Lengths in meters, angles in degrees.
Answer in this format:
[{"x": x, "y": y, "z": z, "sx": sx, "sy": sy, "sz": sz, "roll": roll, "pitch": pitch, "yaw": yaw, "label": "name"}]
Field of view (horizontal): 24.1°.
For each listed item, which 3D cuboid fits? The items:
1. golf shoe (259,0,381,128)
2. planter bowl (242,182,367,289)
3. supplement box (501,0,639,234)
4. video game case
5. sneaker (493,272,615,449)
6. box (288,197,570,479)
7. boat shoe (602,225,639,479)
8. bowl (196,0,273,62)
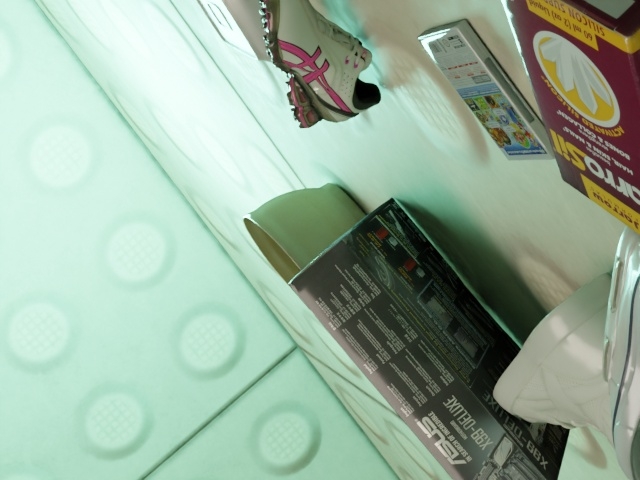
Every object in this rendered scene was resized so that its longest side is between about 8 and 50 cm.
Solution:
[{"x": -0.001, "y": -0.169, "z": 1.300, "sx": 0.186, "sy": 0.086, "sz": 0.067, "roll": 63, "pitch": -161, "yaw": -58, "label": "golf shoe"}, {"x": 0.000, "y": 0.000, "z": 1.779, "sx": 0.162, "sy": 0.109, "sz": 0.162, "roll": 47, "pitch": 170, "yaw": 11, "label": "planter bowl"}, {"x": 0.171, "y": -0.089, "z": 0.802, "sx": 0.104, "sy": 0.081, "sz": 0.188, "roll": 41, "pitch": 167, "yaw": 40, "label": "supplement box"}, {"x": 0.125, "y": -0.110, "z": 1.123, "sx": 0.122, "sy": 0.011, "sz": 0.087, "roll": 52, "pitch": 169, "yaw": -12, "label": "video game case"}, {"x": 0.245, "y": 0.149, "z": 1.280, "sx": 0.169, "sy": 0.108, "sz": 0.292, "roll": 50, "pitch": 169, "yaw": 14, "label": "sneaker"}, {"x": 0.120, "y": 0.112, "z": 1.489, "sx": 0.307, "sy": 0.076, "sz": 0.242, "roll": 50, "pitch": -162, "yaw": 0, "label": "box"}, {"x": 0.244, "y": 0.080, "z": 1.082, "sx": 0.076, "sy": 0.083, "sz": 0.226, "roll": -120, "pitch": 23, "yaw": -47, "label": "boat shoe"}, {"x": -0.079, "y": -0.231, "z": 1.443, "sx": 0.142, "sy": 0.053, "sz": 0.142, "roll": 57, "pitch": 169, "yaw": -33, "label": "bowl"}]
